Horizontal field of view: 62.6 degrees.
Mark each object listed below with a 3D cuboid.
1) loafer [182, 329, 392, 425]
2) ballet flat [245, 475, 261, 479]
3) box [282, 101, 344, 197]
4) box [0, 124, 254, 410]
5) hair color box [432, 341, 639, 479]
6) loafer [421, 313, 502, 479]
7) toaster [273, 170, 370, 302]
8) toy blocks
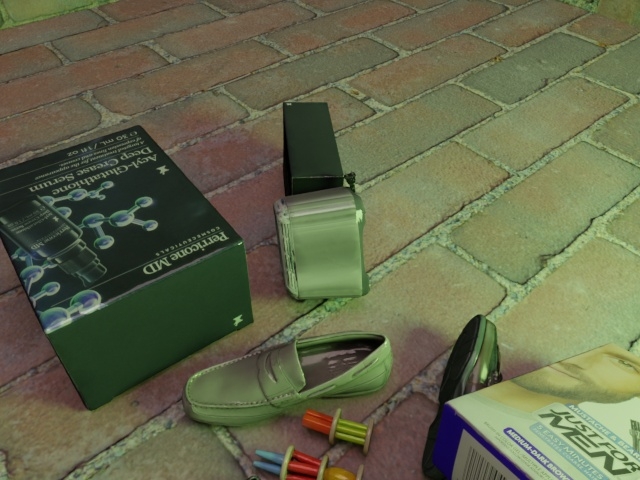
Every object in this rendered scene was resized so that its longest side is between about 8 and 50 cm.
[{"bbox_3d":[-0.048,0.194,0.788,0.320,0.111,0.112,-11,46,-12],"label":"loafer"},{"bbox_3d":[-0.087,0.379,0.644,0.058,0.049,0.173,-5,45,-5],"label":"ballet flat"},{"bbox_3d":[-0.022,-0.138,1.075,0.103,0.184,0.261,-4,45,-5],"label":"box"},{"bbox_3d":[-0.344,0.020,0.890,0.294,0.211,0.395,-27,52,-26],"label":"box"},{"bbox_3d":[0.334,0.250,0.661,0.339,0.110,0.185,-7,25,-30],"label":"hair color box"},{"bbox_3d":[0.226,0.237,0.782,0.084,0.096,0.267,29,56,0],"label":"loafer"},{"bbox_3d":[0.000,0.000,0.913,0.147,0.226,0.129,-8,21,-8],"label":"toaster"},{"bbox_3d":[-0.008,0.287,0.736,0.148,0.054,0.123,11,46,11],"label":"toy blocks"}]
